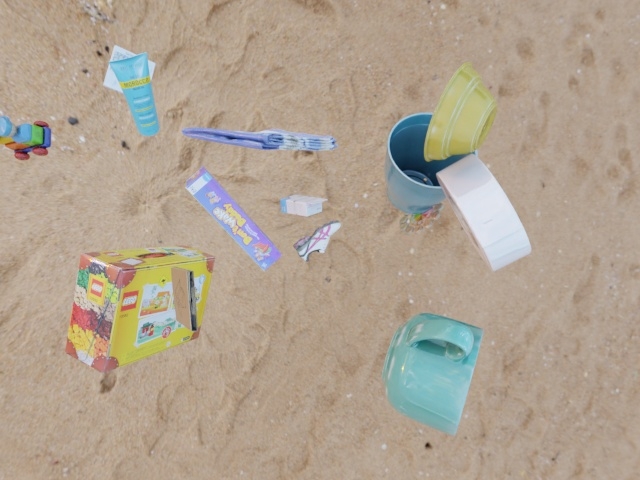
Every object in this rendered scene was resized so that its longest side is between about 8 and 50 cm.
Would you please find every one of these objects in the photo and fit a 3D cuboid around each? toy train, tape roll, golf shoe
[{"bbox_3d":[-0.968,-0.313,1.367,0.248,0.143,0.105,-5,83,23],"label":"toy train"},{"bbox_3d":[0.397,-0.068,1.098,0.100,0.286,0.286,-29,106,13],"label":"tape roll"},{"bbox_3d":[0.000,0.000,1.558,0.186,0.067,0.086,-34,86,-9],"label":"golf shoe"}]

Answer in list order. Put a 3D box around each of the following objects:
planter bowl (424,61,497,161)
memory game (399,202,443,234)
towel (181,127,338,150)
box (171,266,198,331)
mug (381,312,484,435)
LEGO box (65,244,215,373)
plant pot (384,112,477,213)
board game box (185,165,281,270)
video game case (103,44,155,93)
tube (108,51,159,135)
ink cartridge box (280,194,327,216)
[{"bbox_3d":[0.311,-0.253,0.943,0.090,0.217,0.217,29,81,23],"label":"planter bowl"},{"bbox_3d":[0.359,-0.095,1.600,0.012,0.186,0.186,42,79,-27],"label":"memory game"},{"bbox_3d":[-0.114,-0.217,0.938,0.285,0.209,0.034,-19,119,-59],"label":"towel"},{"bbox_3d":[-0.386,0.161,1.259,0.021,0.201,0.164,-5,93,-30],"label":"box"},{"bbox_3d":[0.134,0.142,0.538,0.129,0.097,0.157,-31,132,-60],"label":"mug"},{"bbox_3d":[-0.657,0.228,1.694,0.193,0.500,0.372,17,99,22],"label":"LEGO box"},{"bbox_3d":[0.327,-0.221,1.437,0.272,0.255,0.271,1,66,-3],"label":"plant pot"},{"bbox_3d":[-0.284,-0.077,1.439,0.078,0.233,0.347,-42,109,-4],"label":"board game box"},{"bbox_3d":[-0.678,-0.592,1.586,0.143,0.019,0.157,17,77,-32],"label":"video game case"},{"bbox_3d":[-0.421,-0.336,1.034,0.080,0.207,0.052,-29,64,-22],"label":"tube"},{"bbox_3d":[-0.067,-0.146,1.869,0.104,0.180,0.060,-23,117,-48],"label":"ink cartridge box"}]
